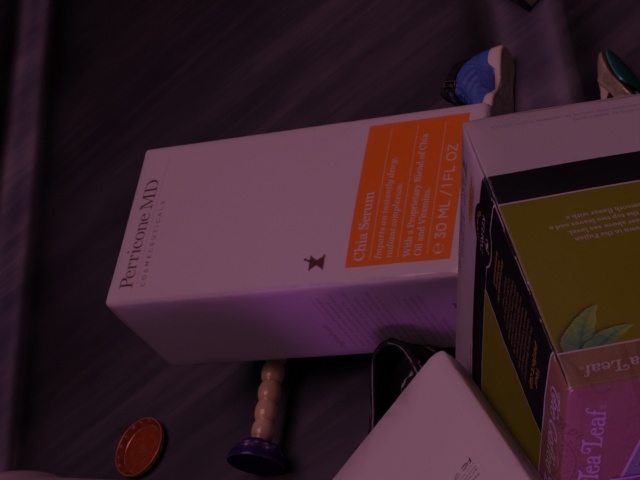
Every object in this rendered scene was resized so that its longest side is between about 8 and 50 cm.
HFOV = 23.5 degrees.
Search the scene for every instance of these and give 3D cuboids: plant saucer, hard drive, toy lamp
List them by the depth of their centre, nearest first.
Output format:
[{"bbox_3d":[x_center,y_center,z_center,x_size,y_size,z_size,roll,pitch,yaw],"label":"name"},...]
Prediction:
[{"bbox_3d":[0.086,0.229,1.326,0.203,0.040,0.307,-52,15,7],"label":"hard drive"},{"bbox_3d":[-0.055,0.147,1.874,0.080,0.080,0.275,-13,54,39],"label":"toy lamp"},{"bbox_3d":[-0.235,0.272,2.010,0.083,0.013,0.083,-25,46,30],"label":"plant saucer"}]

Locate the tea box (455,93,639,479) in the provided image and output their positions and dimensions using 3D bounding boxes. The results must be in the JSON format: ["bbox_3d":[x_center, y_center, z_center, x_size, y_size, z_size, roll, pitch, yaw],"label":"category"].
[{"bbox_3d":[0.260,0.100,1.339,0.220,0.329,0.324,-9,45,-5],"label":"tea box"}]

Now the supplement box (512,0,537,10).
[{"bbox_3d":[0.255,-0.351,1.955,0.083,0.056,0.083,-49,38,4],"label":"supplement box"}]

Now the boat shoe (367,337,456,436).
[{"bbox_3d":[0.098,0.247,1.607,0.127,0.113,0.340,-22,48,33],"label":"boat shoe"}]

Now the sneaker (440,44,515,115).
[{"bbox_3d":[0.189,-0.170,1.879,0.084,0.058,0.152,-17,46,30],"label":"sneaker"}]

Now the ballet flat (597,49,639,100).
[{"bbox_3d":[0.341,-0.153,1.718,0.052,0.057,0.168,-49,37,21],"label":"ballet flat"}]

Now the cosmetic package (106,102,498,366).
[{"bbox_3d":[0.000,0.000,1.781,0.453,0.161,0.230,-7,56,26],"label":"cosmetic package"}]

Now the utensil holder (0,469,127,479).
[{"bbox_3d":[-0.212,0.411,1.631,0.385,0.327,0.328,-7,57,42],"label":"utensil holder"}]
